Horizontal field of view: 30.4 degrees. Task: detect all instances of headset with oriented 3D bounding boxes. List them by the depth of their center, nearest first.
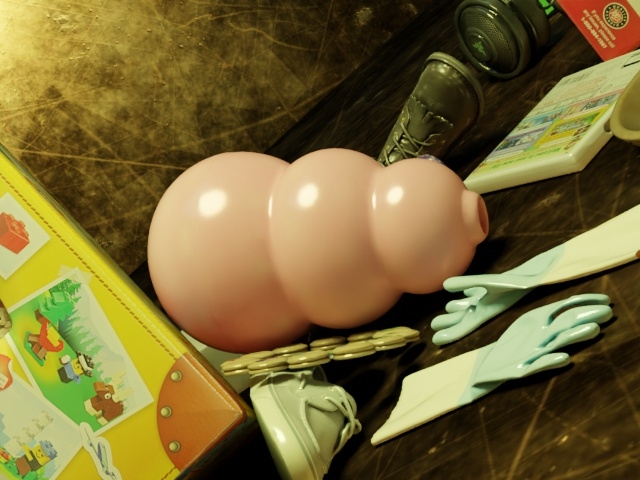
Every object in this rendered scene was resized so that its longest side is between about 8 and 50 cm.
[{"bbox_3d":[0.288,-0.363,1.663,0.243,0.185,0.394,-41,0,4],"label":"headset"}]

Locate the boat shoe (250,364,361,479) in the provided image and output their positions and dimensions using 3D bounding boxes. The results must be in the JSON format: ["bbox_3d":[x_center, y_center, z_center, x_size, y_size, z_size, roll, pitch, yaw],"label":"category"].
[{"bbox_3d":[-0.010,0.145,0.990,0.081,0.079,0.227,-21,10,-3],"label":"boat shoe"}]

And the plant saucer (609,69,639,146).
[{"bbox_3d":[0.372,-0.166,1.005,0.278,0.041,0.278,-39,11,9],"label":"plant saucer"}]

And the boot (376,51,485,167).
[{"bbox_3d":[0.091,-0.085,1.445,0.229,0.091,0.263,-48,-14,-28],"label":"boot"}]

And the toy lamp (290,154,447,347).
[{"bbox_3d":[0.048,0.010,1.335,0.275,0.080,0.080,-47,12,-16],"label":"toy lamp"}]

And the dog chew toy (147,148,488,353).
[{"bbox_3d":[0.000,0.000,1.162,0.331,0.207,0.206,-10,24,21],"label":"dog chew toy"}]

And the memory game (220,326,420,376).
[{"bbox_3d":[-0.001,0.099,1.062,0.186,0.012,0.186,-11,-1,0],"label":"memory game"}]

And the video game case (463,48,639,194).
[{"bbox_3d":[0.267,-0.128,1.255,0.193,0.023,0.212,-45,13,-20],"label":"video game case"}]

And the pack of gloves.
[{"bbox_3d":[0.143,0.052,0.930,0.232,0.046,0.195,-31,14,42],"label":"pack of gloves"}]

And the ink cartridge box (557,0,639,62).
[{"bbox_3d":[0.376,-0.365,1.339,0.273,0.197,0.114,-37,12,18],"label":"ink cartridge box"}]

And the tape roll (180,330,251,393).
[{"bbox_3d":[-0.091,0.105,1.442,0.219,0.072,0.219,-40,10,9],"label":"tape roll"}]

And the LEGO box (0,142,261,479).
[{"bbox_3d":[-0.292,0.042,1.031,0.193,0.500,0.372,-44,-7,-7],"label":"LEGO box"}]

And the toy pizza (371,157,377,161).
[{"bbox_3d":[0.001,-0.039,1.566,0.201,0.032,0.201,-41,-16,-15],"label":"toy pizza"}]
